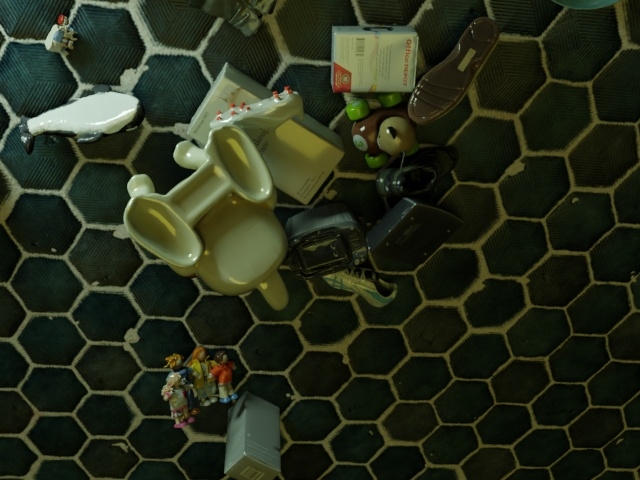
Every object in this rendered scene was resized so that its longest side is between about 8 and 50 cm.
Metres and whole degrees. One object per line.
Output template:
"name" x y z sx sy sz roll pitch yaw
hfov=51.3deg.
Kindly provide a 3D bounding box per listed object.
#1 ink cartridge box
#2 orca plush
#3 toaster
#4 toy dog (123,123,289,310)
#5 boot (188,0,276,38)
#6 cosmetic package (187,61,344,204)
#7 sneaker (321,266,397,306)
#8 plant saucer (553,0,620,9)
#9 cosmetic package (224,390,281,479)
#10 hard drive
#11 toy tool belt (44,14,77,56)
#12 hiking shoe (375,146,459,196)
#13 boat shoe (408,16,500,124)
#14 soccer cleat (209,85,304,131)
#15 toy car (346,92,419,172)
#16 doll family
"ink cartridge box" 0.112 -0.385 1.418 0.175 0.072 0.128 -1 119 -3
"orca plush" -0.502 -0.238 1.448 0.287 0.151 0.102 -21 150 5
"toaster" 0.000 0.000 1.584 0.226 0.146 0.129 -18 118 6
"toy dog" -0.217 -0.036 1.422 0.395 0.408 0.285 41 79 -15
"boot" -0.146 -0.539 1.322 0.161 0.083 0.247 20 123 -20
"cosmetic package" -0.117 -0.232 1.468 0.309 0.113 0.160 29 114 -19
"sneaker" 0.090 0.093 1.675 0.237 0.085 0.086 26 126 -23
"plant saucer" 0.553 -0.629 1.328 0.317 0.044 0.318 -1 119 -2
"cosmetic package" -0.184 0.544 1.827 0.127 0.238 0.107 32 115 -22
"hard drive" 0.221 -0.023 1.570 0.172 0.054 0.254 -47 148 20
"toy tool belt" -0.529 -0.421 1.377 0.051 0.052 0.083 14 126 -47
"hiking shoe" 0.241 -0.147 1.501 0.226 0.114 0.086 -27 115 -24
"boat shoe" 0.290 -0.349 1.424 0.095 0.095 0.257 44 100 10
"soccer cleat" -0.127 -0.249 1.358 0.196 0.068 0.076 -18 121 2
"toy car" 0.146 -0.221 1.446 0.148 0.188 0.155 -21 118 8
"doll family" -0.341 0.370 1.751 0.118 0.263 0.163 -6 97 36
